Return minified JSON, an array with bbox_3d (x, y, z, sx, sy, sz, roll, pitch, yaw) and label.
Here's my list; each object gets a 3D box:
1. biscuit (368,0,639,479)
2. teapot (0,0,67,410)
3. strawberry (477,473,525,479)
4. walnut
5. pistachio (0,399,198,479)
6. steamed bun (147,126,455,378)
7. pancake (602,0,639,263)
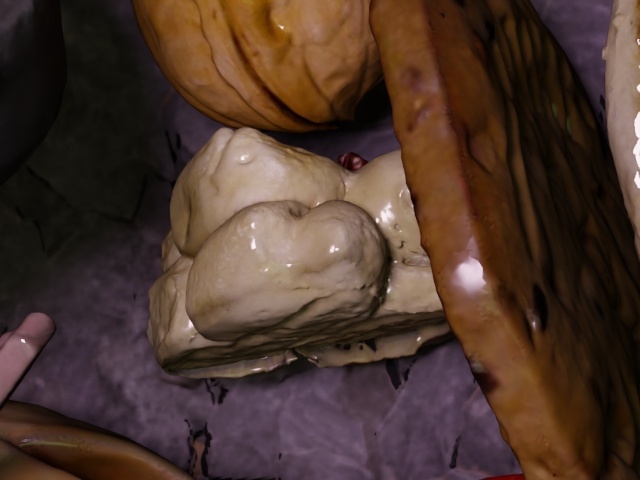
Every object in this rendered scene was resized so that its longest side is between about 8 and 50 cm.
[{"bbox_3d":[0.116,0.012,0.879,0.046,0.359,0.359,-21,107,19],"label":"biscuit"},{"bbox_3d":[-0.260,-0.014,0.804,0.300,0.253,0.344,38,125,0],"label":"teapot"},{"bbox_3d":[0.142,0.265,0.996,0.276,0.257,0.257,16,101,-28],"label":"strawberry"},{"bbox_3d":[-0.027,-0.136,0.921,0.144,0.144,0.180,-24,113,-3],"label":"walnut"},{"bbox_3d":[-0.129,0.195,0.971,0.197,0.166,0.288,-36,113,30],"label":"pistachio"},{"bbox_3d":[0.000,0.000,0.941,0.177,0.192,0.106,-7,77,-10],"label":"steamed bun"},{"bbox_3d":[0.297,-0.077,0.981,0.356,0.065,0.356,0,91,-25],"label":"pancake"}]
